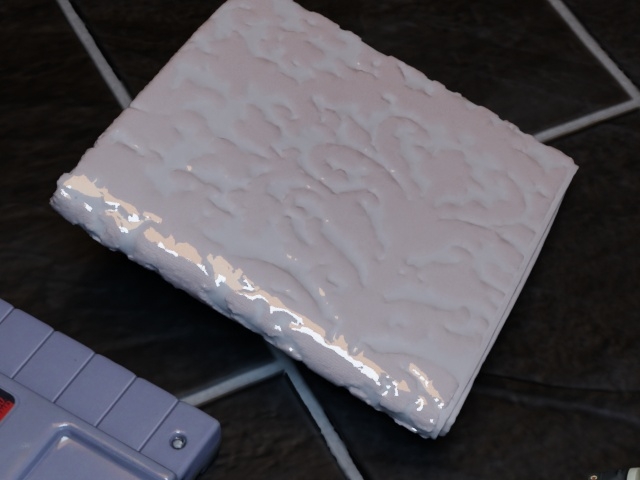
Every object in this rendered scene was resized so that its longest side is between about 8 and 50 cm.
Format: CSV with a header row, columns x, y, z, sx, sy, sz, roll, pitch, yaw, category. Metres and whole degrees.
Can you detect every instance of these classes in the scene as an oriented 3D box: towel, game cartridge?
x,y,z,sx,sy,sz,roll,pitch,yaw,category
0.008,-0.037,1.246,0.332,0.053,0.317,30,47,4,towel
-0.257,0.204,1.085,0.230,0.068,0.355,29,55,12,game cartridge

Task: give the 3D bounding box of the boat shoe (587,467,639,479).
x,y,z,sx,sy,sz,roll,pitch,yaw,category
0.205,0.222,1.122,0.042,0.049,0.133,-8,55,24,boat shoe
